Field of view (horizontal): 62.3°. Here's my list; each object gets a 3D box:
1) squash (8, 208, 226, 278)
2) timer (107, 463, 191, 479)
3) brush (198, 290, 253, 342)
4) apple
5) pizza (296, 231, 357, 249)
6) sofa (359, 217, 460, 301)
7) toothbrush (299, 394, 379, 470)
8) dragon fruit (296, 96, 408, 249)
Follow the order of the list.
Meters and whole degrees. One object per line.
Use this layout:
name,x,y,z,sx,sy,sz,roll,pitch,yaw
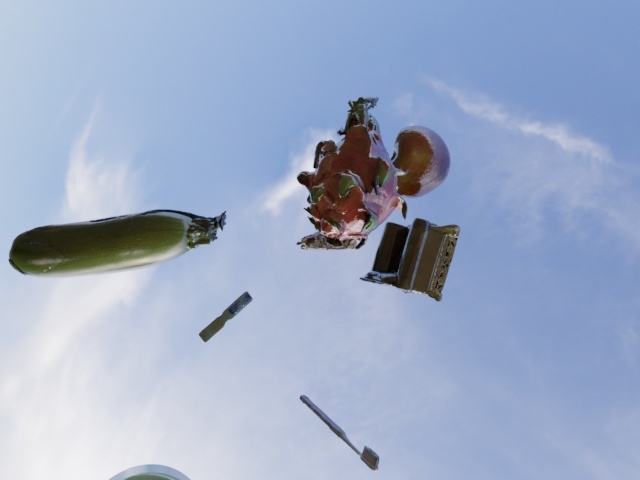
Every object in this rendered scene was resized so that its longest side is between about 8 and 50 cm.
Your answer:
squash,-0.291,0.005,0.751,0.332,0.087,0.087,-7,-111,7
timer,-0.358,0.613,1.086,0.315,0.291,0.290,129,-42,-60
brush,-0.251,0.203,1.426,0.178,0.033,0.030,-43,-172,-25
apple,0.251,-0.203,1.389,0.160,0.173,0.195,15,-94,42
pizza,0.000,0.000,1.540,0.188,0.199,0.062,-3,-90,18
sofa,0.213,0.034,1.367,0.258,0.182,0.199,-178,-73,-79
toothbrush,0.035,0.427,1.220,0.354,0.024,0.029,17,-92,62
dragon fruit,0.055,-0.098,0.743,0.135,0.137,0.235,-4,-126,34
